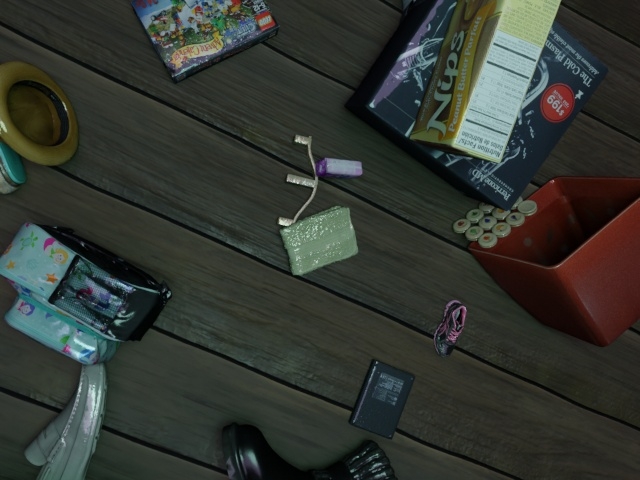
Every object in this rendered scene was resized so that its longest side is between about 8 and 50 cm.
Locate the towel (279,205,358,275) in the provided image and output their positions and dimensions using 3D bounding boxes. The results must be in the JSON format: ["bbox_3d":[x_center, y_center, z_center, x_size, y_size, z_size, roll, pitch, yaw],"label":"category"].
[{"bbox_3d":[0.000,0.000,1.077,0.148,0.027,0.110,-20,103,-15],"label":"towel"}]

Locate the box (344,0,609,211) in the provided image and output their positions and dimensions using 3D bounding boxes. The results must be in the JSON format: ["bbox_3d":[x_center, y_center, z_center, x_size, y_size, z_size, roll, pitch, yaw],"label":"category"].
[{"bbox_3d":[0.281,-0.282,1.022,0.343,0.179,0.313,32,97,-16],"label":"box"}]

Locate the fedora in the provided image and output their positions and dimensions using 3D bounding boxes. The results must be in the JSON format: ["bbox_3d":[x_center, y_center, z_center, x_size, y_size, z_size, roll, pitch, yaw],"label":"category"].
[{"bbox_3d":[-0.507,-0.209,0.942,0.079,0.194,0.194,-14,90,17],"label":"fedora"}]

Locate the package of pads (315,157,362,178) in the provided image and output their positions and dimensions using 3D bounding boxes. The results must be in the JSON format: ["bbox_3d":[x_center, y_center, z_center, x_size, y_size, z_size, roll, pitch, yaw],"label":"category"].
[{"bbox_3d":[0.036,-0.141,1.080,0.083,0.050,0.032,2,82,-29],"label":"package of pads"}]

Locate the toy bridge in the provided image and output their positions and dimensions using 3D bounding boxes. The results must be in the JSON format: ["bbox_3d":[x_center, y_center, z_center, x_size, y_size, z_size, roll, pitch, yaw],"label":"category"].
[{"bbox_3d":[-0.038,-0.117,1.088,0.063,0.026,0.188,13,85,-12],"label":"toy bridge"}]

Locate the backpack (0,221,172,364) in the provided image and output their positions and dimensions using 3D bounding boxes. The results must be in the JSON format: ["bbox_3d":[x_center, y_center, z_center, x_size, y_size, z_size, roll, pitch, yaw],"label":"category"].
[{"bbox_3d":[-0.405,0.084,0.913,0.253,0.225,0.191,36,77,-3],"label":"backpack"}]

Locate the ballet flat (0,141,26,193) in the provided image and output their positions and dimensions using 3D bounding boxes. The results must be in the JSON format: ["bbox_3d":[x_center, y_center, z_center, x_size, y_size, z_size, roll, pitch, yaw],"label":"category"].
[{"bbox_3d":[-0.614,-0.230,0.950,0.106,0.107,0.316,-15,89,0],"label":"ballet flat"}]

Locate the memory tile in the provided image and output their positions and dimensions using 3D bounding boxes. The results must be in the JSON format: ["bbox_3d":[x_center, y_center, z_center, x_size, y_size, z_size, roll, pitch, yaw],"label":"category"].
[{"bbox_3d":[0.356,-0.048,1.122,0.148,0.113,0.012,-36,129,-11],"label":"memory tile"}]

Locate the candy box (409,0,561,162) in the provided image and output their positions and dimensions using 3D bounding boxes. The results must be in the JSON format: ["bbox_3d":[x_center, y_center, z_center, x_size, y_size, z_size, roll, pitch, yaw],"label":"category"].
[{"bbox_3d":[0.250,-0.286,0.826,0.087,0.183,0.317,15,100,-13],"label":"candy box"}]

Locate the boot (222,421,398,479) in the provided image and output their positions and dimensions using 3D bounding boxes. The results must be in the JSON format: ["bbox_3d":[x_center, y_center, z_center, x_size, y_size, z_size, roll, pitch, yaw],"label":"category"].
[{"bbox_3d":[-0.004,0.436,1.013,0.260,0.131,0.348,-28,103,-4],"label":"boot"}]

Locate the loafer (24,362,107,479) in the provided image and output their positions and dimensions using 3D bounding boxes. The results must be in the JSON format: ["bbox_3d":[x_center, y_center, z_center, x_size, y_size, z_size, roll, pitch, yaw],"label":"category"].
[{"bbox_3d":[-0.449,0.361,0.947,0.111,0.112,0.320,16,85,-18],"label":"loafer"}]

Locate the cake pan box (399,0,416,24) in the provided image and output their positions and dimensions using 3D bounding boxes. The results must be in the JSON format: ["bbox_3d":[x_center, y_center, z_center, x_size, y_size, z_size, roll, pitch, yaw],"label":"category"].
[{"bbox_3d":[0.299,-0.435,1.145,0.266,0.070,0.246,-5,87,-11],"label":"cake pan box"}]

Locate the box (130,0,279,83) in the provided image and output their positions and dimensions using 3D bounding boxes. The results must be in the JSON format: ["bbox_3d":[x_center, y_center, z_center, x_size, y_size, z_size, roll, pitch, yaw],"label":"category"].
[{"bbox_3d":[-0.219,-0.428,1.059,0.233,0.044,0.159,-30,93,-10],"label":"box"}]

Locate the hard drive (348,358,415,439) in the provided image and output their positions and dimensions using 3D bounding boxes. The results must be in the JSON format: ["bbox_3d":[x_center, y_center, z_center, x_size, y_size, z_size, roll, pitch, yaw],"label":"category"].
[{"bbox_3d":[0.124,0.319,1.100,0.094,0.022,0.135,23,83,-9],"label":"hard drive"}]

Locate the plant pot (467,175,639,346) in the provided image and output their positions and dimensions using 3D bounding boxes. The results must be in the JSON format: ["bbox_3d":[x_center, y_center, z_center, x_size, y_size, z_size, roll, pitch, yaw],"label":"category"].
[{"bbox_3d":[0.509,0.045,1.079,0.267,0.267,0.236,-37,107,-10],"label":"plant pot"}]

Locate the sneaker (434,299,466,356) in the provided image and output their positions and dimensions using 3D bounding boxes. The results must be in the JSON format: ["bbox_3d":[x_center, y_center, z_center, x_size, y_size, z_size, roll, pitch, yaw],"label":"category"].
[{"bbox_3d":[0.269,0.181,1.117,0.047,0.057,0.119,16,86,-11],"label":"sneaker"}]
